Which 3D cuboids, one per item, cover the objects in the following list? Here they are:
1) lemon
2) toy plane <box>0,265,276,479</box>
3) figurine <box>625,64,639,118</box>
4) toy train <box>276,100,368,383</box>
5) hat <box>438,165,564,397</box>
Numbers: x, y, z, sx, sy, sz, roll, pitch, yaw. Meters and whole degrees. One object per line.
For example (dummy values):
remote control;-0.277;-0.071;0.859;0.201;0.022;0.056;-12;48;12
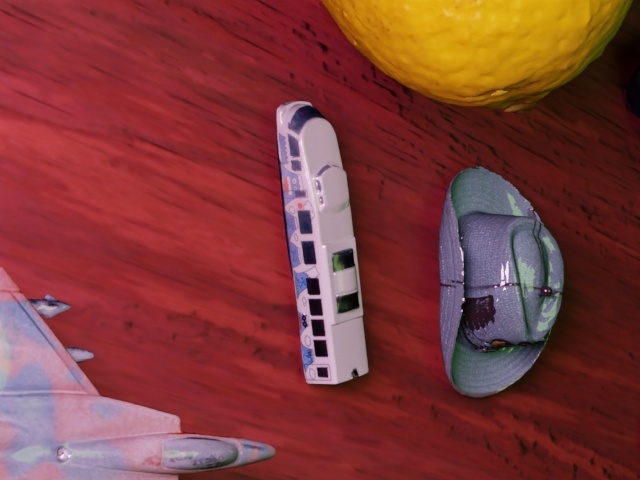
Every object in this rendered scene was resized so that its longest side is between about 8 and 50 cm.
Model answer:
lemon;0.114;-0.239;1.427;0.322;0.268;0.268;58;49;-32
toy plane;-0.154;0.132;1.216;0.326;0.104;0.223;7;83;-52
figurine;0.438;-0.201;1.852;0.332;0.185;0.204;-14;133;-53
toy train;0.000;0.000;1.440;0.043;0.047;0.208;-15;100;-49
hat;0.153;0.032;1.587;0.138;0.078;0.191;9;81;-50
